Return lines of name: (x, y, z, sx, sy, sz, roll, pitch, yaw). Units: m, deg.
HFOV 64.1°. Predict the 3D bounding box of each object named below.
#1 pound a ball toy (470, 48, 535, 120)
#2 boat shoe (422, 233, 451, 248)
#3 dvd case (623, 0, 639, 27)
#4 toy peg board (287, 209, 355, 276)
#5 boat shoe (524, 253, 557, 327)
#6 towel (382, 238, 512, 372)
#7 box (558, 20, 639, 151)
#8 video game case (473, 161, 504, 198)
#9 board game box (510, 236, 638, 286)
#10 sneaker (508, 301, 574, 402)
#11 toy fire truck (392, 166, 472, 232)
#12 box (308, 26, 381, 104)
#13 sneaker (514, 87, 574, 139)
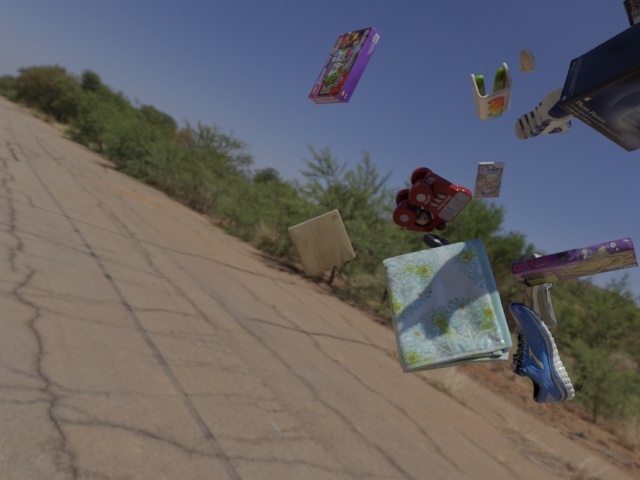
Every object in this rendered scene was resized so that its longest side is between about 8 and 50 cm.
pound a ball toy: (0.672, -0.550, 1.875, 0.208, 0.135, 0.319, -16, -7, 16)
boat shoe: (0.520, 0.023, 2.173, 0.066, 0.066, 0.183, -18, 47, -28)
dvd case: (1.251, -0.812, 1.892, 0.253, 0.180, 0.022, 60, 14, -17)
toy peg board: (0.000, 0.000, 1.560, 0.079, 0.161, 0.161, -116, -176, -73)
boat shoe: (0.831, 0.193, 1.916, 0.103, 0.320, 0.118, -8, 20, 8)
towel: (0.368, 0.194, 1.526, 0.321, 0.374, 0.090, -12, -26, 11)
box: (0.890, -0.422, 1.406, 0.296, 0.182, 0.294, 26, -16, -14)
video game case: (0.549, -0.196, 1.666, 0.087, 0.122, 0.011, -2, 26, -6)
board game box: (0.814, 0.077, 1.640, 0.347, 0.056, 0.208, -16, -20, 29)
sneaker: (0.653, 0.351, 1.582, 0.147, 0.329, 0.130, -22, -8, 9)
toy fire truck: (0.461, -0.145, 2.178, 0.254, 0.302, 0.169, 28, 38, -7)
box: (0.088, -0.657, 1.937, 0.057, 0.293, 0.201, 31, -8, -36)
sneaker: (0.945, -0.504, 2.025, 0.182, 0.127, 0.315, -9, -9, -23)
